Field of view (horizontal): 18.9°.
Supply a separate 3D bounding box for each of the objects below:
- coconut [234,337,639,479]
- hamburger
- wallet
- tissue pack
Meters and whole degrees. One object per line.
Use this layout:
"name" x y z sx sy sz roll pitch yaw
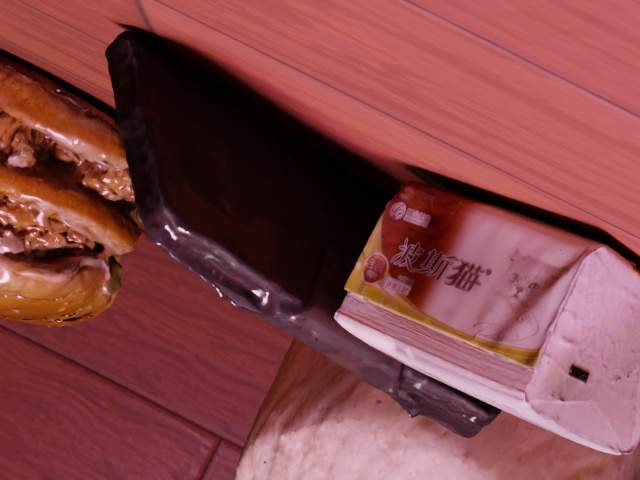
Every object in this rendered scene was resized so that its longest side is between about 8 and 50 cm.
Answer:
"coconut" 0.089 0.151 1.383 0.329 0.329 0.329 27 175 2
"hamburger" -0.257 -0.036 1.620 0.245 0.211 0.260 23 173 -32
"wallet" 0.000 0.000 1.125 0.309 0.042 0.165 33 -150 -39
"tissue pack" 0.104 0.039 1.034 0.148 0.099 0.106 21 175 47
